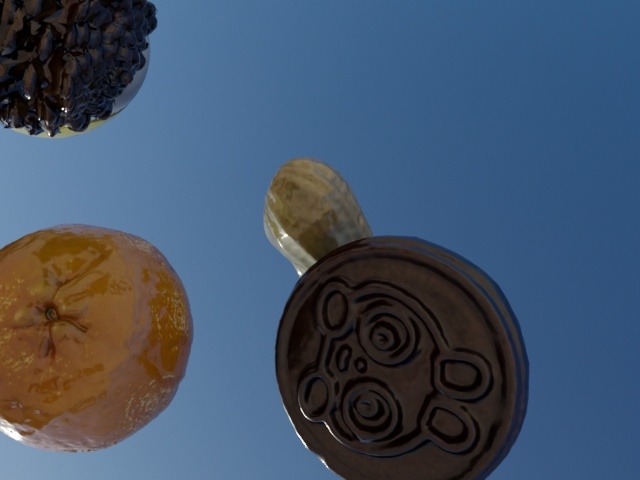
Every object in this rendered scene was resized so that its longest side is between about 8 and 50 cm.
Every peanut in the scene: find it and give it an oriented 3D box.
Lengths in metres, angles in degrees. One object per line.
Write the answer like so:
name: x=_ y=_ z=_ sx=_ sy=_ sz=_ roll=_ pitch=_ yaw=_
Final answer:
peanut: x=0.005 y=-0.001 z=1.063 sx=0.174 sy=0.340 sz=0.158 roll=-23 pitch=-145 yaw=13

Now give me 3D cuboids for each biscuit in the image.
biscuit: x=0.105 y=0.193 z=0.901 sx=0.408 sy=0.091 sz=0.406 roll=0 pitch=-89 yaw=26

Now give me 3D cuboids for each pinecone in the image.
pinecone: x=-0.275 y=-0.213 z=0.577 sx=0.222 sy=0.221 sz=0.221 roll=-12 pitch=-121 yaw=20

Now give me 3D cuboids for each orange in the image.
orange: x=-0.359 y=0.138 z=0.883 sx=0.341 sy=0.293 sz=0.340 roll=1 pitch=-103 yaw=-3

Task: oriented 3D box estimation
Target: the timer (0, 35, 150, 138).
timer: x=-0.405 y=-0.261 z=0.853 sx=0.285 sy=0.285 sz=0.285 roll=-12 pitch=-121 yaw=20
